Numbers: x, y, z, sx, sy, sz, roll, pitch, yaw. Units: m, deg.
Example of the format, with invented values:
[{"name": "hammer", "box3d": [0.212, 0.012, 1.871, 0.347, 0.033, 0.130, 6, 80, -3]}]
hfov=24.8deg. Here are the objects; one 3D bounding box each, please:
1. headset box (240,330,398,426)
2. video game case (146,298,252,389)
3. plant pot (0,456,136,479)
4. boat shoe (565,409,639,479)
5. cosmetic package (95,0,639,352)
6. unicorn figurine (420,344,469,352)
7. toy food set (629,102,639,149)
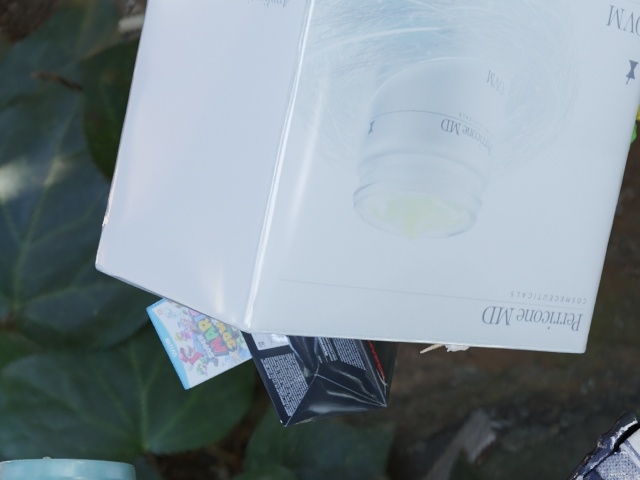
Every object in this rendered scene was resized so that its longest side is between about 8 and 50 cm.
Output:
[{"name": "headset box", "box3d": [0.000, 0.000, 1.412, 0.110, 0.293, 0.218, -13, 118, 18]}, {"name": "video game case", "box3d": [-0.140, 0.108, 1.842, 0.166, 0.015, 0.119, -29, 87, 38]}, {"name": "plant pot", "box3d": [-0.318, 0.371, 1.793, 0.293, 0.196, 0.293, 1, 167, 0]}, {"name": "boat shoe", "box3d": [0.331, 0.324, 1.275, 0.158, 0.127, 0.340, -42, 65, 3]}, {"name": "cosmetic package", "box3d": [0.035, -0.070, 0.712, 0.138, 0.224, 0.225, 20, 101, 50]}, {"name": "unicorn figurine", "box3d": [0.218, 0.101, 2.026, 0.162, 0.111, 0.060, 5, 167, -34]}, {"name": "toy food set", "box3d": [0.152, -0.078, 0.958, 0.071, 0.128, 0.218, 17, 147, -35]}]
